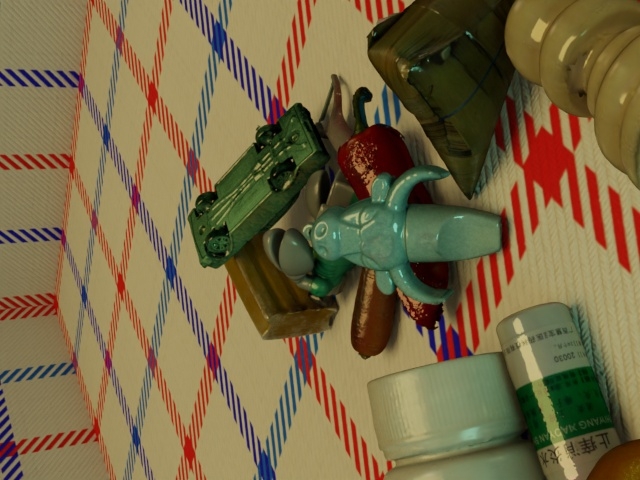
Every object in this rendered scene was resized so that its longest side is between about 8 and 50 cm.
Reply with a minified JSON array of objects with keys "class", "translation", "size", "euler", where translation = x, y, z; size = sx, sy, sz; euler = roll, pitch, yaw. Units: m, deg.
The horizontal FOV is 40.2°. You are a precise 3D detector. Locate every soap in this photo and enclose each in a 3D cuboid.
[{"class":"soap","translation":[-0.082,0.072,1.598],"size":[0.232,0.140,0.073],"euler":[58,140,41]}]

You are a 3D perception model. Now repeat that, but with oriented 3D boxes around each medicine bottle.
[{"class":"medicine bottle","translation":[0.188,0.338,1.080],"size":[0.211,0.211,0.372],"euler":[-36,62,57]},{"class":"medicine bottle","translation":[0.286,0.205,1.009],"size":[0.095,0.095,0.260],"euler":[-45,56,53]}]

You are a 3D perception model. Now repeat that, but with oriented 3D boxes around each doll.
[{"class":"doll","translation":[-0.007,0.010,1.412],"size":[0.195,0.153,0.258],"euler":[-52,-20,-62]}]

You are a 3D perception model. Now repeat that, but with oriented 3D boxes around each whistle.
[{"class":"whistle","translation":[0.106,-0.010,1.181],"size":[0.273,0.093,0.186],"euler":[0,106,18]}]

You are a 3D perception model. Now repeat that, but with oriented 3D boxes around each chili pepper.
[{"class":"chili pepper","translation":[0.106,-0.054,1.278],"size":[0.110,0.110,0.388],"euler":[-40,68,55]}]

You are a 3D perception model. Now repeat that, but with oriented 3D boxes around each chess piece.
[{"class":"chess piece","translation":[0.300,-0.178,0.897],"size":[0.300,0.167,0.167],"euler":[-123,40,-51]}]

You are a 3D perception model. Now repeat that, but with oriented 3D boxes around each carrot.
[{"class":"carrot","translation":[0.089,0.081,1.372],"size":[0.067,0.067,0.225],"euler":[32,119,55]}]

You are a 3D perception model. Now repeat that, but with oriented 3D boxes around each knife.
[{"class":"knife","translation":[0.050,-0.146,1.431],"size":[0.123,0.053,0.278],"euler":[105,147,-40]}]

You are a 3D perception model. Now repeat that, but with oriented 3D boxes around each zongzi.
[{"class":"zongzi","translation":[0.220,-0.220,1.098],"size":[0.260,0.289,0.123],"euler":[-45,40,0]}]

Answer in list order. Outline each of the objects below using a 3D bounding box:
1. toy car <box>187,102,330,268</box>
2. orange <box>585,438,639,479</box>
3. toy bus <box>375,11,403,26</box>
[{"class":"toy car","translation":[-0.110,-0.086,1.544],"size":[0.320,0.097,0.141],"euler":[-44,46,24]},{"class":"orange","translation":[0.340,0.276,0.873],"size":[0.155,0.154,0.134],"euler":[58,178,40]},{"class":"toy bus","translation":[0.127,-0.292,1.262],"size":[0.123,0.060,0.075],"euler":[16,104,62]}]
